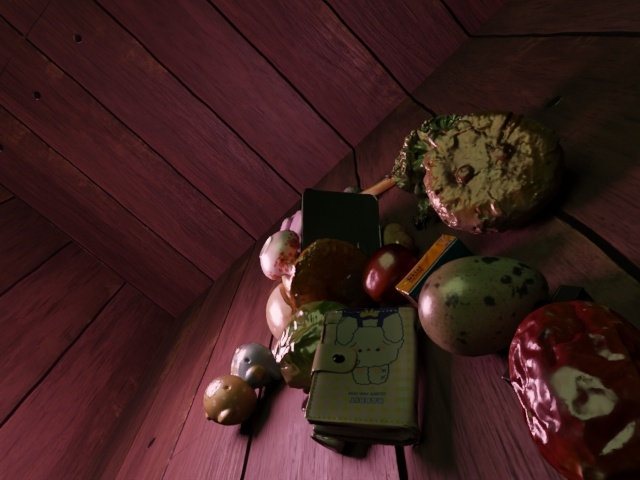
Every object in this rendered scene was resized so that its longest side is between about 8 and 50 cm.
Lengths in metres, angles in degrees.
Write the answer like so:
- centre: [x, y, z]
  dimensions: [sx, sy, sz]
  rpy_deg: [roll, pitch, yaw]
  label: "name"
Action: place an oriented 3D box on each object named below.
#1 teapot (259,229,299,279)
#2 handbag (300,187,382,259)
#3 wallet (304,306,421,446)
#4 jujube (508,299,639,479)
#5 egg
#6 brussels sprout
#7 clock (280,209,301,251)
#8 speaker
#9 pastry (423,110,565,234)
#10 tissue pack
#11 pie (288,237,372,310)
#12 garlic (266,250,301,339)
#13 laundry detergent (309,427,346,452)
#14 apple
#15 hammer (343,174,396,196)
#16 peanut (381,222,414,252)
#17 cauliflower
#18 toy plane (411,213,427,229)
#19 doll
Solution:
- centre: [-0.122, 0.037, 1.428]
  dimensions: [0.245, 0.116, 0.159]
  rpy_deg: [-92, 19, -66]
  label: "teapot"
- centre: [0.061, -0.032, 1.425]
  dimensions: [0.079, 0.248, 0.259]
  rpy_deg: [107, 165, -59]
  label: "handbag"
- centre: [0.096, 0.260, 0.958]
  dimensions: [0.224, 0.077, 0.309]
  rpy_deg: [-3, 35, 13]
  label: "wallet"
- centre: [0.327, 0.179, 0.566]
  dimensions: [0.174, 0.174, 0.250]
  rpy_deg: [-39, 20, 29]
  label: "jujube"
- centre: [0.287, 0.112, 0.832]
  dimensions: [0.228, 0.177, 0.177]
  rpy_deg: [-23, 24, 22]
  label: "egg"
- centre: [0.002, 0.267, 1.170]
  dimensions: [0.244, 0.244, 0.244]
  rpy_deg: [-43, 16, 15]
  label: "brussels sprout"
- centre: [0.000, 0.000, 1.657]
  dimensions: [0.322, 0.296, 0.113]
  rpy_deg: [-11, 55, 68]
  label: "clock"
- centre: [0.367, 0.158, 0.747]
  dimensions: [0.191, 0.040, 0.046]
  rpy_deg: [-50, 18, -14]
  label: "speaker"
- centre: [0.397, -0.156, 1.098]
  dimensions: [0.330, 0.136, 0.329]
  rpy_deg: [-13, 66, 30]
  label: "pastry"
- centre: [0.270, 0.085, 1.043]
  dimensions: [0.169, 0.120, 0.082]
  rpy_deg: [-48, 17, -1]
  label: "tissue pack"
- centre: [0.033, 0.126, 1.299]
  dimensions: [0.273, 0.273, 0.069]
  rpy_deg: [-47, 16, -1]
  label: "pie"
- centre: [-0.047, 0.184, 1.483]
  dimensions: [0.286, 0.249, 0.313]
  rpy_deg: [-40, 8, 22]
  label: "garlic"
- centre: [0.066, 0.348, 1.030]
  dimensions: [0.225, 0.070, 0.099]
  rpy_deg: [-54, 8, -27]
  label: "laundry detergent"
- centre: [0.186, 0.090, 1.224]
  dimensions: [0.158, 0.147, 0.156]
  rpy_deg: [-48, 36, 1]
  label: "apple"
- centre: [0.213, -0.202, 1.991]
  dimensions: [0.306, 0.113, 0.201]
  rpy_deg: [-29, 25, 27]
  label: "hammer"
- centre: [0.230, 0.015, 1.398]
  dimensions: [0.228, 0.086, 0.104]
  rpy_deg: [-103, 38, -70]
  label: "peanut"
- centre: [0.368, -0.228, 1.375]
  dimensions: [0.281, 0.261, 0.326]
  rpy_deg: [-171, 89, -75]
  label: "cauliflower"
- centre: [0.321, -0.073, 1.474]
  dimensions: [0.049, 0.031, 0.120]
  rpy_deg: [-26, 27, 41]
  label: "toy plane"
- centre: [-0.246, 0.450, 1.443]
  dimensions: [0.260, 0.161, 0.177]
  rpy_deg: [-53, 18, -29]
  label: "doll"
